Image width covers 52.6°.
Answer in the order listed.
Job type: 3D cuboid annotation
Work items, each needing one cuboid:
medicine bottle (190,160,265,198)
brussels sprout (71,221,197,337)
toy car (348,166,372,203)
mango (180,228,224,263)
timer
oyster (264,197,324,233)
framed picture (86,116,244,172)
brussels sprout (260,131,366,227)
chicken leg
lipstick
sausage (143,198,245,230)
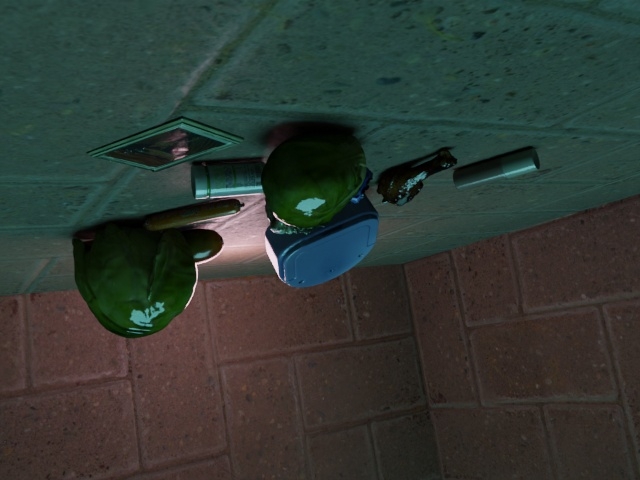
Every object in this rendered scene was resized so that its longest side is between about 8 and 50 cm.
[{"bbox_3d":[-0.228,-0.152,1.623,0.184,0.086,0.086,-5,170,-18],"label":"medicine bottle"},{"bbox_3d":[-0.626,0.143,2.161,0.426,0.360,0.342,-9,166,34],"label":"brussels sprout"},{"bbox_3d":[0.041,-0.161,1.659,0.216,0.103,0.063,21,172,45],"label":"toy car"},{"bbox_3d":[-0.491,0.025,2.364,0.289,0.129,0.146,-3,176,23],"label":"mango"},{"bbox_3d":[0.000,0.000,2.170,0.395,0.173,0.395,-25,154,-13],"label":"timer"},{"bbox_3d":[-0.081,-0.089,1.822,0.112,0.198,0.268,-52,153,21],"label":"oyster"},{"bbox_3d":[-0.338,-0.203,1.427,0.274,0.016,0.216,-14,170,28],"label":"framed picture"},{"bbox_3d":[-0.009,-0.148,1.496,0.271,0.210,0.219,-26,162,-27],"label":"brussels sprout"},{"bbox_3d":[0.268,-0.173,1.951,0.158,0.095,0.407,-10,170,-19],"label":"chicken leg"},{"bbox_3d":[0.538,-0.216,1.993,0.255,0.070,0.070,-15,169,35],"label":"lipstick"},{"bbox_3d":[-0.398,-0.080,2.011,0.348,0.053,0.053,-11,171,14],"label":"sausage"}]
